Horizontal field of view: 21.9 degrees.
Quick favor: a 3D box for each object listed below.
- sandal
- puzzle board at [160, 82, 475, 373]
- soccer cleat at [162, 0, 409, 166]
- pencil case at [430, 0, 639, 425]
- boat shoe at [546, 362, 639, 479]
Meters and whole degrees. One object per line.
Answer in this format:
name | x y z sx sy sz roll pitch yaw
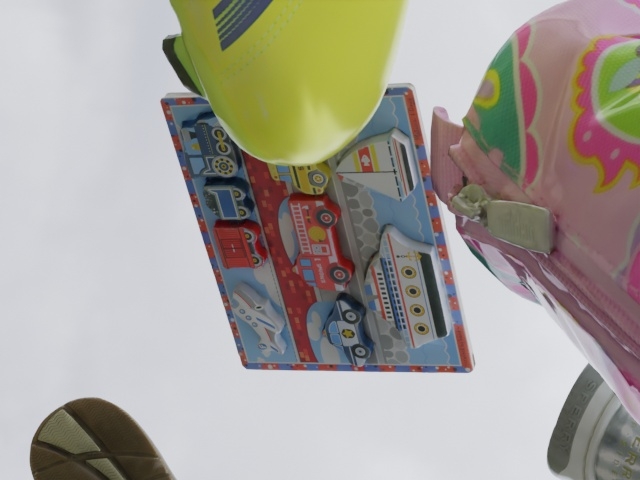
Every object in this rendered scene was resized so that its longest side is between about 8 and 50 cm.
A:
sandal | -0.073 0.154 0.748 0.180 0.072 0.049 58 -13 18
puzzle board | 0.000 0.000 0.616 0.096 0.011 0.128 0 -54 21
soccer cleat | 0.020 -0.156 0.439 0.121 0.093 0.289 13 -75 26
pencil case | 0.130 0.029 0.432 0.284 0.124 0.124 55 -50 54
boat shoe | 0.258 0.125 1.000 0.103 0.320 0.118 29 -80 38
